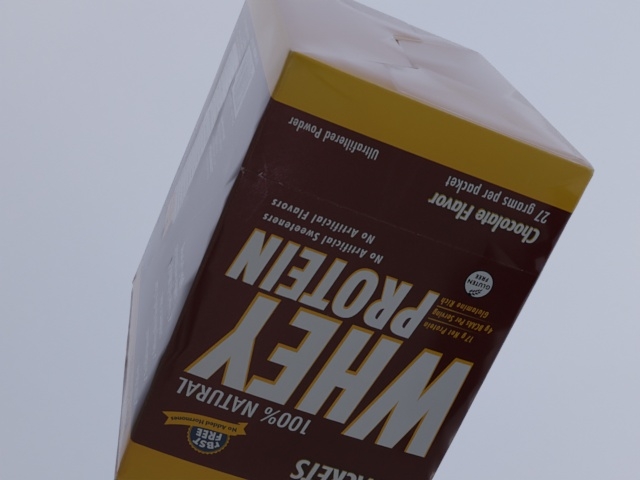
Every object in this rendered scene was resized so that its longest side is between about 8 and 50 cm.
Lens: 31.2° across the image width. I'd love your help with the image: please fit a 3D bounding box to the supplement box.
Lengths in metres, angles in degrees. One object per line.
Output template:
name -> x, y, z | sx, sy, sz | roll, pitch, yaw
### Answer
supplement box -> 0.000, 0.000, 0.534 | 0.129, 0.191, 0.194 | 19, -71, -14
